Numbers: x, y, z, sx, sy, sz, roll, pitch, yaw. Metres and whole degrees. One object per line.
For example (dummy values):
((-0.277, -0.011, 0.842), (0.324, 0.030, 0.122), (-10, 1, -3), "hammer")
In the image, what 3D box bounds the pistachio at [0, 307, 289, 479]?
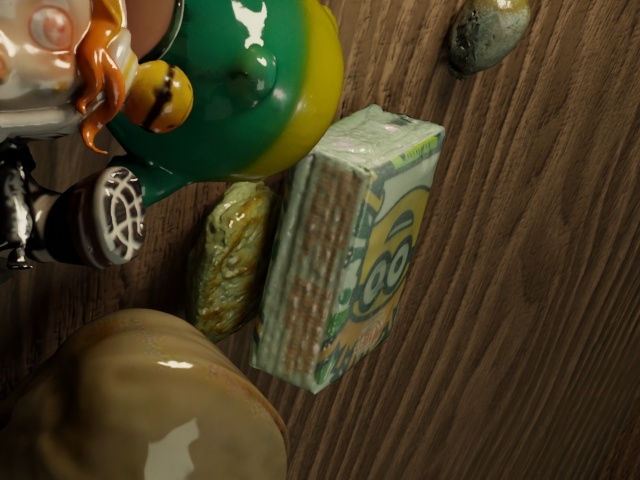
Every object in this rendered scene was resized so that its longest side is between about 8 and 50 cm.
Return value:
((-0.219, 0.257, 1.580), (0.365, 0.281, 0.445), (2, 142, -2), "pistachio")

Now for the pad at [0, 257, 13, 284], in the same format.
((-0.376, -0.026, 1.202), (0.247, 0.007, 0.368), (-38, 153, -37), "pad")

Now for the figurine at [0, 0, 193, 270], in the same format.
((-0.260, -0.143, 1.018), (0.320, 0.196, 0.323), (6, 91, -20), "figurine")

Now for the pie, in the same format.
((-0.103, 0.027, 1.648), (0.201, 0.090, 0.248), (-39, 152, -37), "pie")

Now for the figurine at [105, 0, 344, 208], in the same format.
((-0.103, -0.171, 1.253), (0.340, 0.231, 0.324), (13, 101, -58), "figurine")

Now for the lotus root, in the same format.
((0.208, -0.262, 1.682), (0.088, 0.088, 0.165), (-16, 150, -40), "lotus root")

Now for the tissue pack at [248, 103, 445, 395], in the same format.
((0.032, 0.007, 1.644), (0.228, 0.128, 0.311), (-32, 139, -57), "tissue pack")
